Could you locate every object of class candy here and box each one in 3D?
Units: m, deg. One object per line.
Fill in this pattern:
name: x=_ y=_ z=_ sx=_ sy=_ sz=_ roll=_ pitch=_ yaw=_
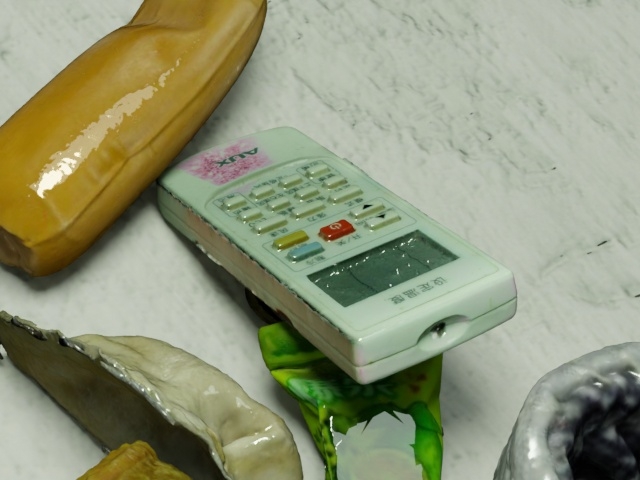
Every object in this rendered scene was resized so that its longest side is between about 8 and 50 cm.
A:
candy: x=0.042 y=0.171 z=1.242 sx=0.149 sy=0.069 sz=0.246 roll=-8 pitch=74 yaw=-7

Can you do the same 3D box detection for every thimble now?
thimble: x=0.247 y=0.206 z=1.210 sx=0.245 sy=0.157 sz=0.217 roll=27 pitch=56 yaw=10

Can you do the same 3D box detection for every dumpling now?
dumpling: x=-0.109 y=0.124 z=1.192 sx=0.332 sy=0.166 sz=0.086 roll=35 pitch=57 yaw=16

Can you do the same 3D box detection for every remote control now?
remote control: x=0.000 y=-0.001 z=1.286 sx=0.145 sy=0.050 sz=0.344 roll=-23 pitch=33 yaw=-24

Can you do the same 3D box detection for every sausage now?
sausage: x=-0.155 y=-0.122 z=1.368 sx=0.134 sy=0.116 sz=0.354 roll=10 pitch=52 yaw=51

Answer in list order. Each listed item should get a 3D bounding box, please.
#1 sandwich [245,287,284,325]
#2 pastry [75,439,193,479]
sandwich: x=-0.024 y=0.047 z=1.356 sx=0.101 sy=0.026 sz=0.069 roll=33 pitch=51 yaw=10
pastry: x=-0.144 y=0.229 z=1.106 sx=0.103 sy=0.188 sz=0.189 roll=38 pitch=57 yaw=9
